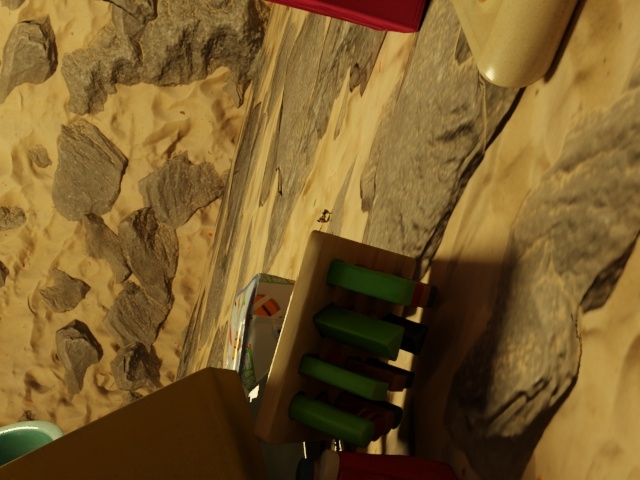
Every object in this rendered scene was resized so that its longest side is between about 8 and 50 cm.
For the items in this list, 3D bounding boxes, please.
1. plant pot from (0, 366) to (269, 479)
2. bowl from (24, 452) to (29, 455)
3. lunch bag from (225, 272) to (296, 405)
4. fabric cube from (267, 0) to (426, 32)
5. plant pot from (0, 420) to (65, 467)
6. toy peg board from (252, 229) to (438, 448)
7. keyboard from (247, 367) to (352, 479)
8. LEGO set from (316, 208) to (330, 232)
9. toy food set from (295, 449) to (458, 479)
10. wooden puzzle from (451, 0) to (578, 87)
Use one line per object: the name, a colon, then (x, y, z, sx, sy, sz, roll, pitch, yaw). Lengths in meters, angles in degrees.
plant pot: (-0.130, 0.229, 0.736, 0.187, 0.212, 0.212, 63, 177, 8)
bowl: (-0.220, 0.391, 0.925, 0.077, 0.391, 0.391, -4, 68, 33)
lunch bag: (-0.067, 0.190, 1.159, 0.243, 0.115, 0.303, 130, 150, -72)
fabric cube: (-0.005, -0.395, 1.091, 0.259, 0.258, 0.254, -123, 46, -75)
plant pot: (-0.346, 0.444, 1.068, 0.334, 0.341, 0.341, 61, -176, -21)
toy peg board: (0.042, 0.088, 0.739, 0.161, 0.079, 0.161, 16, -89, -58)
keyboard: (-0.008, 0.247, 0.888, 0.201, 0.033, 0.317, -47, 41, 45)
LEGO set: (0.001, -0.002, 1.266, 0.083, 0.023, 0.054, -68, 10, -19)
toy food set: (0.034, 0.208, 0.649, 0.232, 0.104, 0.111, -120, 43, -73)
wooden puzzle: (0.146, -0.325, 0.724, 0.348, 0.080, 0.322, -98, 23, -59)
